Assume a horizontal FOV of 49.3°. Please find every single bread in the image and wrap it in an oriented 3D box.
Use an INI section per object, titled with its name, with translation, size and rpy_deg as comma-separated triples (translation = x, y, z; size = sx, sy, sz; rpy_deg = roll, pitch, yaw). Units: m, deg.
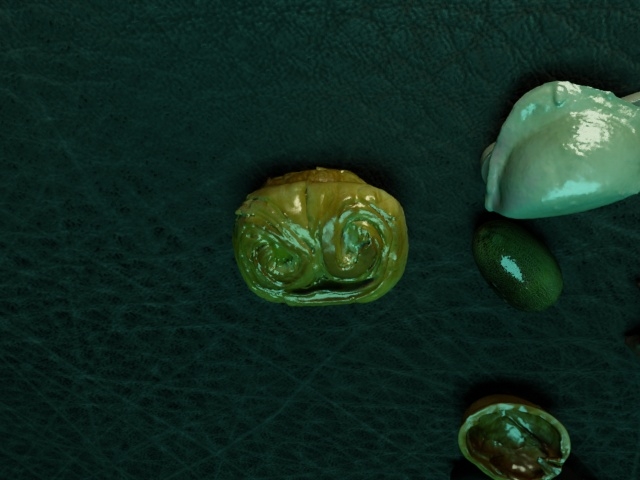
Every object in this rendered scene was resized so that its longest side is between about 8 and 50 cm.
[bread]
translation = 0.001, 0.002, 0.951
size = 0.236, 0.120, 0.198
rpy_deg = -3, 129, 7

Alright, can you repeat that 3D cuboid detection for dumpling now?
[dumpling]
translation = 0.291, -0.103, 0.841
size = 0.217, 0.149, 0.105
rpy_deg = -19, 165, 26

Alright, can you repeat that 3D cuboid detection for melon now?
[melon]
translation = 0.273, 0.034, 0.975
size = 0.099, 0.099, 0.162
rpy_deg = -33, 114, 28

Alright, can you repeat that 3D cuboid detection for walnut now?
[walnut]
translation = 0.337, 0.336, 1.234
size = 0.211, 0.087, 0.167
rpy_deg = 36, 114, -14

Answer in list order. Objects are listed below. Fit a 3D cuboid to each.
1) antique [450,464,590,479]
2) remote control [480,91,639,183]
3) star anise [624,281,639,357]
[antique]
translation = 0.431, 0.548, 1.349
size = 0.255, 0.185, 0.322
rpy_deg = -23, 122, 23
[remote control]
translation = 0.324, -0.123, 0.887
size = 0.245, 0.022, 0.077
rpy_deg = -18, 125, 18
[star anise]
translation = 0.607, 0.150, 1.005
size = 0.332, 0.117, 0.331
rpy_deg = 17, 132, 20
